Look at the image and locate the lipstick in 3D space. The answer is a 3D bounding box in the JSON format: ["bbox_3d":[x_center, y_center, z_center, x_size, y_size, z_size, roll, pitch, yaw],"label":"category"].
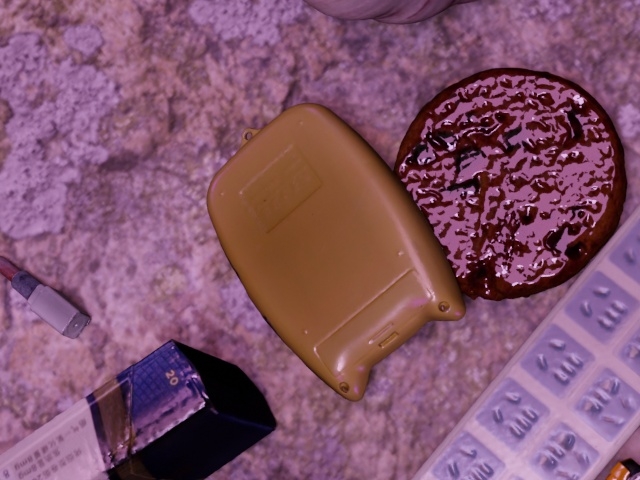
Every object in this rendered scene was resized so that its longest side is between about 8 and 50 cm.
[{"bbox_3d":[-0.245,0.045,1.097,0.107,0.025,0.025,34,88,24],"label":"lipstick"}]

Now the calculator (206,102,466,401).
[{"bbox_3d":[0.000,0.000,1.013,0.157,0.033,0.236,-42,69,16],"label":"calculator"}]

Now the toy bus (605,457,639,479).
[{"bbox_3d":[0.263,0.229,0.909,0.162,0.069,0.074,43,99,21],"label":"toy bus"}]

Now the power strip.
[{"bbox_3d":[0.177,0.133,0.963,0.106,0.043,0.367,39,90,17],"label":"power strip"}]

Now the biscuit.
[{"bbox_3d":[0.145,-0.045,1.008,0.192,0.049,0.192,-3,78,12],"label":"biscuit"}]

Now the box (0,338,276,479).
[{"bbox_3d":[-0.171,0.180,0.975,0.259,0.168,0.071,-34,71,6],"label":"box"}]

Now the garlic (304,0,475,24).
[{"bbox_3d":[0.021,-0.294,1.040,0.253,0.245,0.245,10,78,53],"label":"garlic"}]
